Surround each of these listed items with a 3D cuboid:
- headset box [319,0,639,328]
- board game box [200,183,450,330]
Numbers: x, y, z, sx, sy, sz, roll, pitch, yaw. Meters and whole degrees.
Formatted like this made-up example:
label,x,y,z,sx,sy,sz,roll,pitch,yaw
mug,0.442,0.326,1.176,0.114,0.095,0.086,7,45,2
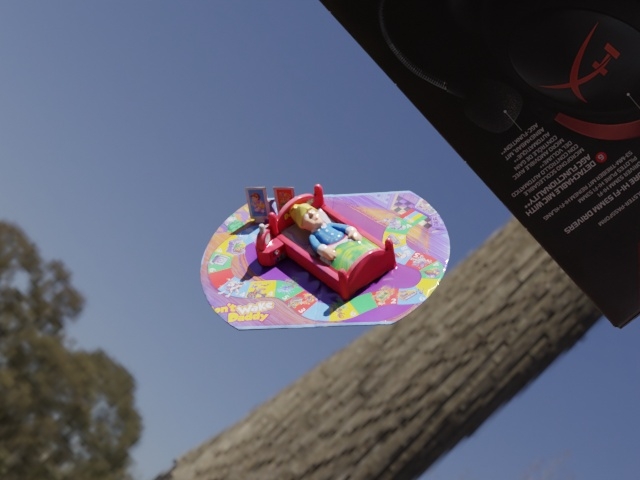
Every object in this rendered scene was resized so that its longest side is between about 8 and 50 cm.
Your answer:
label,x,y,z,sx,sy,sz,roll,pitch,yaw
headset box,0.143,-0.120,0.623,0.293,0.218,0.110,45,16,-13
board game box,0.000,0.000,0.891,0.168,0.133,0.033,-3,-49,10
